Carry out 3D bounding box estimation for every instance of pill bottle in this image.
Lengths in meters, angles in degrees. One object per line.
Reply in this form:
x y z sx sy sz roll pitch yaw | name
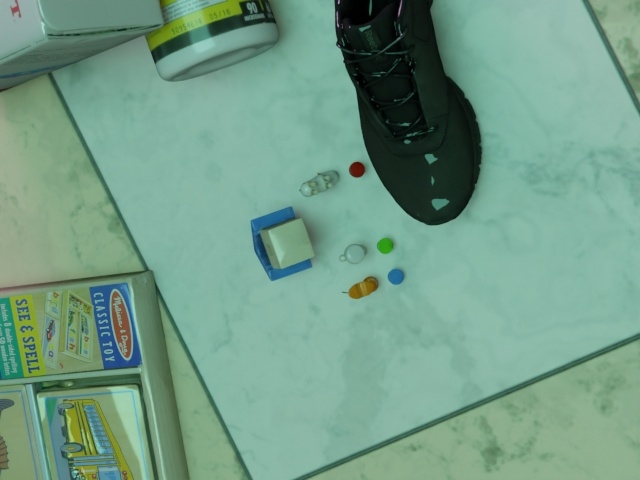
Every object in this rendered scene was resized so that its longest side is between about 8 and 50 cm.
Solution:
-0.124 -0.260 1.122 0.119 0.119 0.208 -19 92 20 | pill bottle

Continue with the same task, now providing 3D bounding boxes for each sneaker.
0.061 -0.148 1.072 0.109 0.130 0.286 -15 94 18 | sneaker

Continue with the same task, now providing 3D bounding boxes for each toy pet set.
0.000 0.000 1.165 0.114 0.065 0.122 -20 95 -14 | toy pet set

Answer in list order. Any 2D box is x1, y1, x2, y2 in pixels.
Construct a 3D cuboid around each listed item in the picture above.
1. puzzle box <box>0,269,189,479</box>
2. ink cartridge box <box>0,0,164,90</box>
-0.268 0.245 1.285 0.272 0.052 0.408 -8 96 19 | puzzle box
-0.297 -0.258 1.115 0.306 0.131 0.226 -8 96 45 | ink cartridge box
